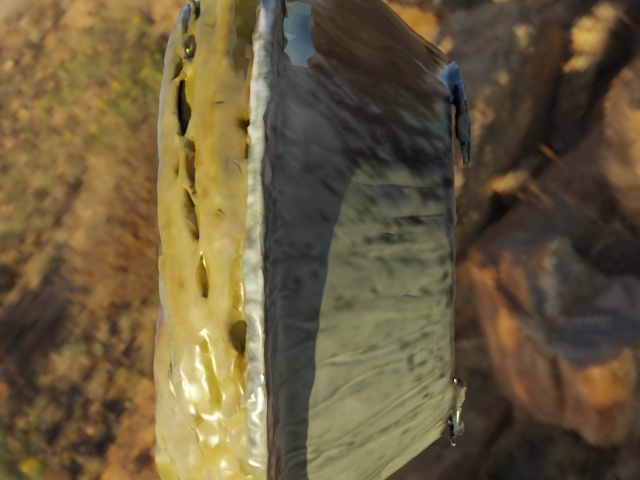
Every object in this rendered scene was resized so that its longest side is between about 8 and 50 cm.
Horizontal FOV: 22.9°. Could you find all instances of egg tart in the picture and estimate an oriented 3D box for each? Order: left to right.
[{"bbox_3d":[0.000,0.000,0.515,0.234,0.094,0.234,-1,-90,-87],"label":"egg tart"}]
